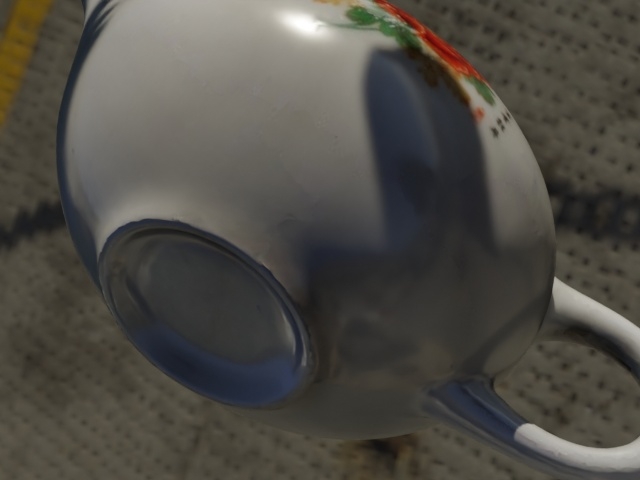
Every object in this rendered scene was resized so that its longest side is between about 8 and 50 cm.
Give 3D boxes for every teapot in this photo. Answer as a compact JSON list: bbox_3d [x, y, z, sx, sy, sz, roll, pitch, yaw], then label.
[{"bbox_3d":[0.000,0.000,0.503,0.092,0.226,0.145,-52,-4,-37],"label":"teapot"}]
